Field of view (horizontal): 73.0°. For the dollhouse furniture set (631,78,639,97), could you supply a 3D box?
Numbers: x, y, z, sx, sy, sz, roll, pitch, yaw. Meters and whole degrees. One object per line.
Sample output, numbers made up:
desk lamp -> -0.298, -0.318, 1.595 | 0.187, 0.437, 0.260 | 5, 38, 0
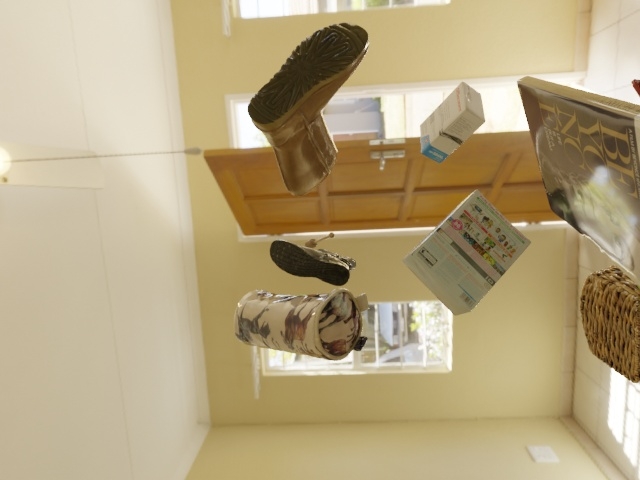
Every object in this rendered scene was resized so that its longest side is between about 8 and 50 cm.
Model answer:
dollhouse furniture set -> 1.053, -0.353, 1.170 | 0.201, 0.152, 0.374 | 133, 131, -55

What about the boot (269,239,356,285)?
boot -> -0.020, 0.057, 1.263 | 0.161, 0.246, 0.084 | -55, -15, -77

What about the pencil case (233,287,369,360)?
pencil case -> -0.068, 0.205, 1.117 | 0.410, 0.183, 0.160 | -8, 96, 50

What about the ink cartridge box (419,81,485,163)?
ink cartridge box -> 0.410, -0.368, 1.361 | 0.203, 0.085, 0.148 | -44, 29, 47

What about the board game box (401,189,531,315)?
board game box -> 0.424, 0.032, 1.257 | 0.224, 0.303, 0.097 | 47, 162, 7

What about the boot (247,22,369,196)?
boot -> -0.004, -0.216, 0.772 | 0.089, 0.236, 0.269 | 50, 178, 20

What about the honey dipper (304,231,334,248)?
honey dipper -> 0.000, 0.000, 1.366 | 0.160, 0.030, 0.031 | -21, 67, 57

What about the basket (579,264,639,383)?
basket -> 0.906, 0.207, 1.233 | 0.213, 0.223, 0.299 | -123, 15, -67

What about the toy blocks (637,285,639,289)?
toy blocks -> 0.843, 0.096, 0.811 | 0.261, 0.381, 0.191 | 59, 168, 7

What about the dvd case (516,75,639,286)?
dvd case -> 0.244, -0.055, 0.387 | 0.221, 0.018, 0.165 | -89, -27, -64
